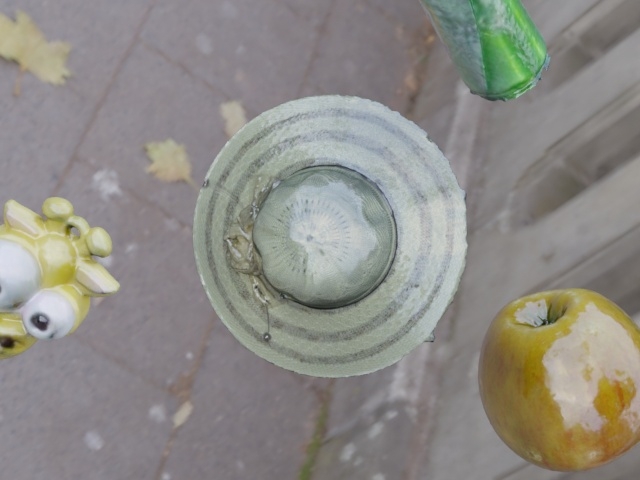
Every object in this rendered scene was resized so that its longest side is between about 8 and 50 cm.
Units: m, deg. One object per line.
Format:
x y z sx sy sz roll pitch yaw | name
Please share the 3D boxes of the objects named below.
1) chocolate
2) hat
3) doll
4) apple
0.143 -0.278 1.535 0.291 0.110 0.110 51 35 -40 | chocolate
0.000 0.000 1.213 0.252 0.252 0.110 55 10 4 | hat
-0.261 0.082 1.125 0.117 0.291 0.086 39 27 -9 | doll
0.235 0.129 1.390 0.182 0.182 0.155 -32 111 -47 | apple
